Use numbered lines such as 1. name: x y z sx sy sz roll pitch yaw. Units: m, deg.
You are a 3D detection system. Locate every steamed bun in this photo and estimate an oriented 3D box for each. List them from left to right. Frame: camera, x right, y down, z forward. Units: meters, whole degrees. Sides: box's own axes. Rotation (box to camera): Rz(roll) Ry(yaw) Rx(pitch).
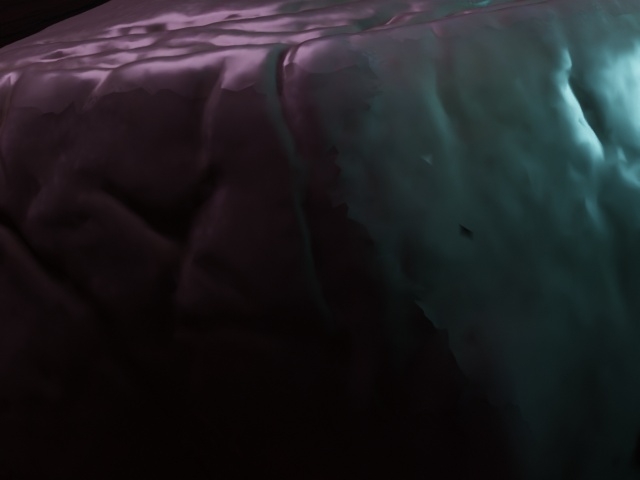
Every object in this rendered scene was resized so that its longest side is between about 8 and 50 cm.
1. steamed bun: 0.044 -0.004 0.673 0.383 0.247 0.236 -13 12 -39
